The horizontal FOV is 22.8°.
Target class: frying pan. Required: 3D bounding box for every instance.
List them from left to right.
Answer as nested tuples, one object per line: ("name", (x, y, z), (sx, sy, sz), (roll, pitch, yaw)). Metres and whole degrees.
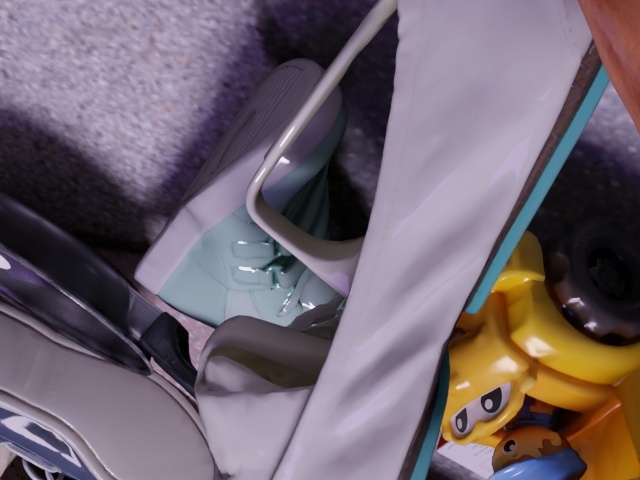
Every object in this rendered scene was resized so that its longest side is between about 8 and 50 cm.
("frying pan", (-0.141, 0.030, 0.936), (0.326, 0.053, 0.197), (14, 156, 51))

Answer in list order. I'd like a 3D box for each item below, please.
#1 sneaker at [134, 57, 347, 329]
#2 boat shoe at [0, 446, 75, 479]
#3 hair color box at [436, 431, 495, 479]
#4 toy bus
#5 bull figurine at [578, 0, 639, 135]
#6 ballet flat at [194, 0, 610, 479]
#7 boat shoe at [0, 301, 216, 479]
("sneaker", (0.000, 0.000, 0.863), (0.151, 0.094, 0.256), (33, 154, -5))
("boat shoe", (-0.260, 0.132, 1.176), (0.098, 0.109, 0.302), (-8, 141, 28))
("hair color box", (0.169, 0.135, 0.987), (0.167, 0.053, 0.093), (31, 143, -10))
("toy bus", (0.149, 0.120, 0.818), (0.220, 0.211, 0.149), (19, 146, -24))
("bull figurine", (0.200, -0.021, 0.597), (0.188, 0.101, 0.310), (-11, 117, 53))
("ballet flat", (0.016, 0.029, 0.732), (0.139, 0.139, 0.400), (21, 106, 1))
("boat shoe", (-0.185, 0.123, 1.121), (0.254, 0.095, 0.079), (29, 149, -28))
